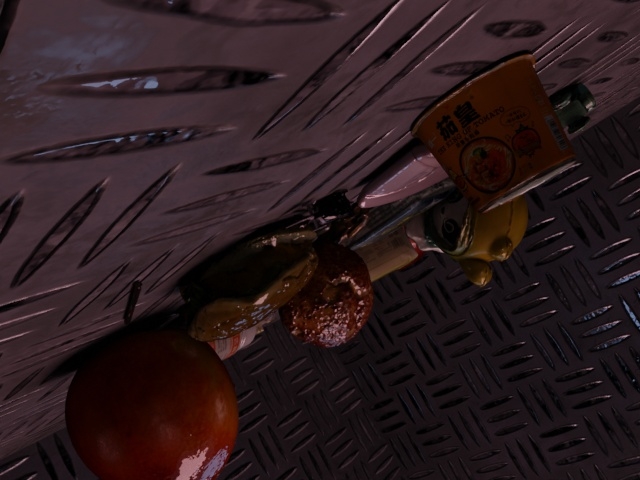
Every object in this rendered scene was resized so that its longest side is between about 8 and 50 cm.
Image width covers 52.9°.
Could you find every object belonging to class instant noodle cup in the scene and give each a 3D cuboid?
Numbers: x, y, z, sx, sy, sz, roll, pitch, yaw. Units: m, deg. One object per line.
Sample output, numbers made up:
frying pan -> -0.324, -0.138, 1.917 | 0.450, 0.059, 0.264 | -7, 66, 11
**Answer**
instant noodle cup -> 0.271, -0.151, 0.981 | 0.216, 0.172, 0.216 | -28, 172, -4

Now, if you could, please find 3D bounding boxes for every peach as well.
peach -> -0.350, 0.377, 1.388 | 0.388, 0.388, 0.388 | -29, 173, -4

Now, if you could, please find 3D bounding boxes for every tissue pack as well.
tissue pack -> 0.182, -0.077, 1.506 | 0.185, 0.081, 0.257 | -24, 171, -45
tissue pack -> 0.120, 0.032, 1.704 | 0.234, 0.159, 0.125 | -24, 171, -38

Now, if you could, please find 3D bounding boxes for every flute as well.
flute -> -0.317, 0.109, 1.083 | 0.014, 0.014, 0.269 | -26, 172, -26

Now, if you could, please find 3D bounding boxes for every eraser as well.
eraser -> 0.202, -0.143, 1.215 | 0.243, 0.059, 0.204 | -19, 167, -43

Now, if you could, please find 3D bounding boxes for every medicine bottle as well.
medicine bottle -> -0.286, 0.249, 1.677 | 0.145, 0.144, 0.252 | -33, 174, 25

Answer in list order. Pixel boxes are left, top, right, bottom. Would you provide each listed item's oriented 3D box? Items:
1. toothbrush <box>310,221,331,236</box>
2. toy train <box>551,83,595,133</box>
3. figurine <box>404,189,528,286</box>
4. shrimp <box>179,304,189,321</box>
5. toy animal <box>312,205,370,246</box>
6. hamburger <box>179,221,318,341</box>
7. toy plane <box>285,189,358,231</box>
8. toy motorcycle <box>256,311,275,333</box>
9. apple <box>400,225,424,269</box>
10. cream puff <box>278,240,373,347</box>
toothbrush -> -0.102, 0.033, 1.349 | 0.297, 0.030, 0.030 | -31, -179, 14
toy train -> 0.544, -0.282, 1.544 | 0.248, 0.101, 0.159 | -35, -173, 38
figurine -> 0.371, -0.055, 1.589 | 0.232, 0.323, 0.340 | 10, -179, -21
shrimp -> -0.153, 0.135, 1.518 | 0.365, 0.071, 0.233 | -16, 168, -10
toy animal -> 0.006, -0.002, 1.458 | 0.149, 0.054, 0.275 | -19, 168, -46
hamburger -> -0.125, 0.084, 1.199 | 0.285, 0.134, 0.266 | -33, 171, 37
toy plane -> 0.009, -0.048, 1.153 | 0.078, 0.053, 0.197 | -23, 180, 25
toy motorcycle -> -0.260, 0.267, 2.035 | 0.223, 0.107, 0.341 | -32, 171, 14
apple -> 0.259, 0.000, 2.038 | 0.251, 0.163, 0.293 | -23, 172, -35
cream puff -> 0.018, 0.119, 1.370 | 0.240, 0.239, 0.164 | -26, -144, -27
